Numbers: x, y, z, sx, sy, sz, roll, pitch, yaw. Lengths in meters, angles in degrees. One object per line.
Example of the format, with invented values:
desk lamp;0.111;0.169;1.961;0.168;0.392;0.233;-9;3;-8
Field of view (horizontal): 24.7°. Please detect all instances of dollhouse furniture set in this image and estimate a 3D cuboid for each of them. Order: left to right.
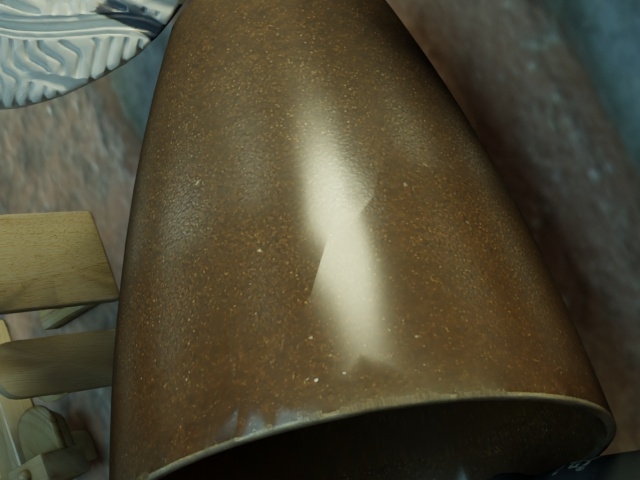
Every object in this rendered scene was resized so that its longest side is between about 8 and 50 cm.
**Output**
dollhouse furniture set;-0.203;0.081;0.851;0.151;0.123;0.144;-30;75;35

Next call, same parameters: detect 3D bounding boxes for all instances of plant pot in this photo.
plant pot;0.000;0.000;0.661;0.215;0.215;0.230;-28;61;35

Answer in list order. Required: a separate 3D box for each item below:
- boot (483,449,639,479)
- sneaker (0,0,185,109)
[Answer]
boot;0.277;0.199;0.495;0.445;0.146;0.367;-24;80;31
sneaker;-0.096;-0.164;0.741;0.094;0.153;0.235;39;99;-11
